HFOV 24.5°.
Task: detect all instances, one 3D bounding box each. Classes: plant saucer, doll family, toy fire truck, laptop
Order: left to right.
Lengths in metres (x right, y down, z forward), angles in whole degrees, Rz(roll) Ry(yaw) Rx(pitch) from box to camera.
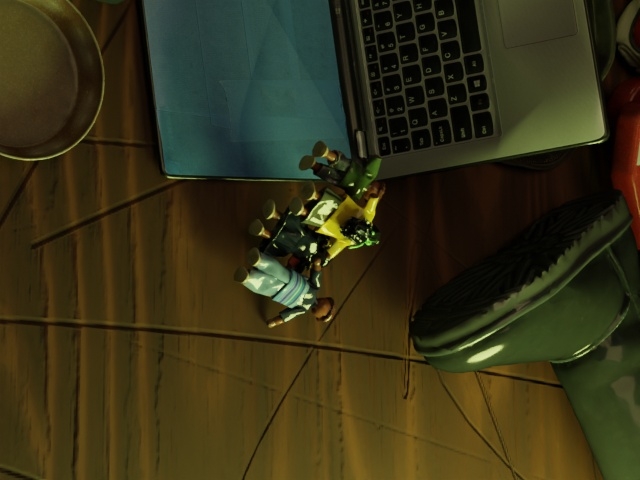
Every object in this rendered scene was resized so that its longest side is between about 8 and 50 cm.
[{"bbox_3d":[-0.271,-0.152,1.310,0.168,0.029,0.168,9,76,-38],"label":"plant saucer"},{"bbox_3d":[0.000,0.000,1.442,0.111,0.193,0.076,30,21,-35],"label":"doll family"},{"bbox_3d":[0.049,-0.265,1.486,0.236,0.408,0.381,19,62,-72],"label":"laptop"},{"bbox_3d":[0.477,-0.069,1.848,0.302,0.169,0.253,1,96,-39],"label":"toy fire truck"}]

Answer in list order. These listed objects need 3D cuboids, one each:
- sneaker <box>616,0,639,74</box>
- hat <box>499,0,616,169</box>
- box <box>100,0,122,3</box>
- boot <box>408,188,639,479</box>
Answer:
[{"bbox_3d":[0.480,-0.333,1.932,0.107,0.118,0.279,37,58,-28],"label":"sneaker"},{"bbox_3d":[0.262,-0.253,1.720,0.331,0.134,0.331,11,71,-37],"label":"hat"},{"bbox_3d":[-0.159,-0.410,1.234,0.212,0.395,0.293,6,74,-39],"label":"box"},{"bbox_3d":[0.311,0.212,1.647,0.367,0.146,0.445,-31,103,-39],"label":"boot"}]
